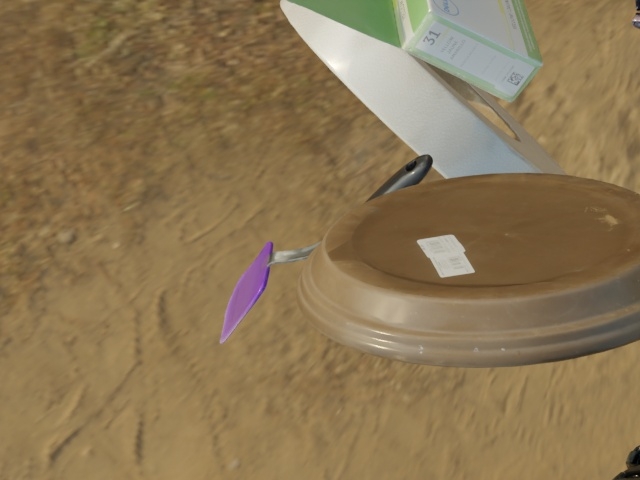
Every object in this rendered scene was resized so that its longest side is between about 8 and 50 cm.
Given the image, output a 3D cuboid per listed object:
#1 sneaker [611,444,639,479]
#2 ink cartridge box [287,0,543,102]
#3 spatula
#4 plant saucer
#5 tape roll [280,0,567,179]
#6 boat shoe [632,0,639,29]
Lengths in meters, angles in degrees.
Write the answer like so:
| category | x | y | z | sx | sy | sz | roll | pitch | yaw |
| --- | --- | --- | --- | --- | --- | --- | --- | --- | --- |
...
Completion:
| category | x | y | z | sx | sy | sz | roll | pitch | yaw |
| --- | --- | --- | --- | --- | --- | --- | --- | --- | --- |
| sneaker | 0.290 | 0.167 | 1.375 | 0.125 | 0.341 | 0.139 | -3 | 110 | 57 |
| ink cartridge box | 0.075 | -0.228 | 1.566 | 0.235 | 0.171 | 0.056 | 24 | 123 | -22 |
| spatula | 0.000 | 0.000 | 1.710 | 0.296 | 0.084 | 0.030 | -34 | 119 | 29 |
| plant saucer | 0.120 | 0.011 | 1.205 | 0.278 | 0.278 | 0.041 | -1 | 113 | 12 |
| tape roll | 0.120 | -0.155 | 1.925 | 0.392 | 0.392 | 0.072 | 43 | 100 | 2 |
| boat shoe | 0.482 | -0.276 | 1.871 | 0.340 | 0.158 | 0.127 | -3 | 109 | 48 |
